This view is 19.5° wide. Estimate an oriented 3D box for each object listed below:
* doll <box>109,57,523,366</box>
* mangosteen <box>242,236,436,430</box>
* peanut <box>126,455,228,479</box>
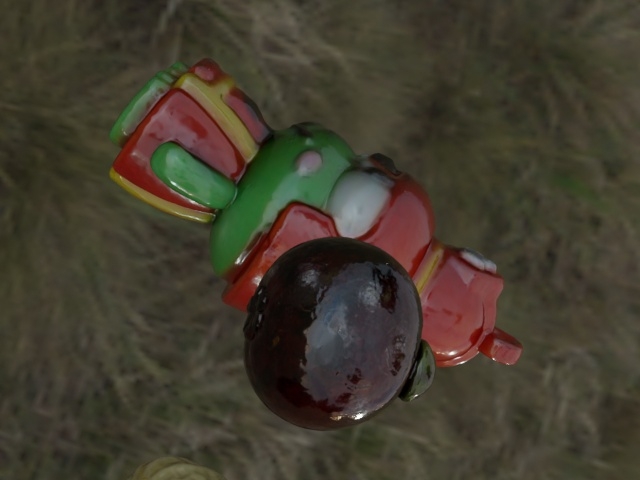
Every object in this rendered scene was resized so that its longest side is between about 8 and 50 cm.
[{"bbox_3d":[0.000,-0.001,1.457,0.160,0.363,0.182,-60,179,12],"label":"doll"},{"bbox_3d":[0.008,0.038,0.749,0.081,0.081,0.081,-22,118,-48],"label":"mangosteen"},{"bbox_3d":[-0.063,0.228,1.296,0.083,0.194,0.093,-40,166,-22],"label":"peanut"}]
